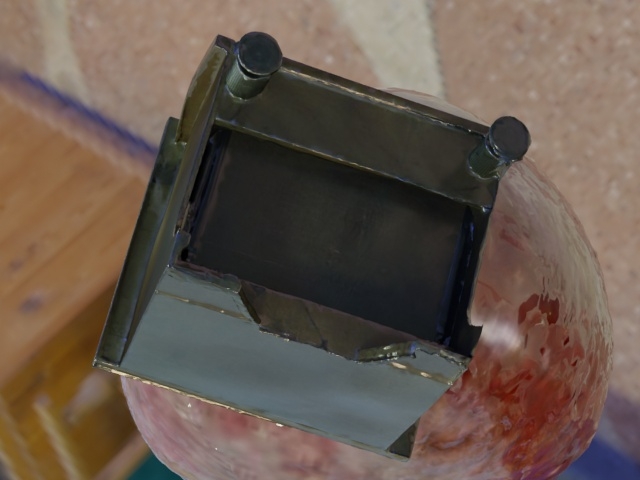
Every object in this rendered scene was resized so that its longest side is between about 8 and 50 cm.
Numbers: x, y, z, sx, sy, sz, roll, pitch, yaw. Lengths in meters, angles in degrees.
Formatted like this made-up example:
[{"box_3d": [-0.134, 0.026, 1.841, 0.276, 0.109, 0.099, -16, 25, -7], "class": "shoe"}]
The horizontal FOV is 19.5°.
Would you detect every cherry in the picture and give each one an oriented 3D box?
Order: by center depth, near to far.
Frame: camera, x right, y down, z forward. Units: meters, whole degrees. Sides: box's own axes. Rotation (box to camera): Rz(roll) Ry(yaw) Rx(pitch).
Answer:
[{"box_3d": [0.019, 0.029, 0.701, 0.192, 0.175, 0.250, 27, 170, 6], "class": "cherry"}]

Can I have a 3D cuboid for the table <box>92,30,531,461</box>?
[{"box_3d": [0.000, 0.000, 0.439, 0.083, 0.070, 0.082, 18, 158, -7], "class": "table"}]
